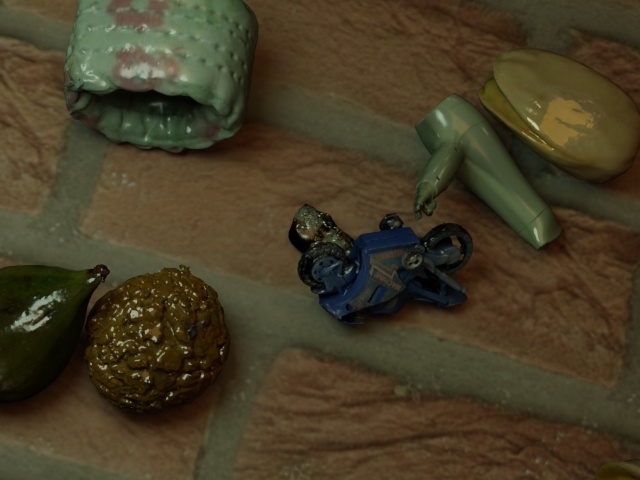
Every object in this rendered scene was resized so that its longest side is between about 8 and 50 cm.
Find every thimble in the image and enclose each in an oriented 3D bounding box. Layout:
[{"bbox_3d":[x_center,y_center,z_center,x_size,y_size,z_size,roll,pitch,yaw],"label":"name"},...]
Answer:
[{"bbox_3d":[-0.179,-0.197,1.598,0.211,0.185,0.149,19,67,-31],"label":"thimble"}]

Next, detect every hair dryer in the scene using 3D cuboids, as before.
[{"bbox_3d":[0.163,-0.050,1.631,0.206,0.075,0.237,49,32,4],"label":"hair dryer"}]

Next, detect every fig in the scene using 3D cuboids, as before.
[{"bbox_3d":[-0.281,0.090,1.499,0.185,0.126,0.133,-12,46,9],"label":"fig"}]

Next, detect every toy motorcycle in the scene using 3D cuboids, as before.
[{"bbox_3d":[0.071,0.039,1.616,0.205,0.114,0.076,-8,36,-17],"label":"toy motorcycle"}]

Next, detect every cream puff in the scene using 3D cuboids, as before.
[{"bbox_3d":[-0.169,0.100,1.534,0.150,0.115,0.165,26,66,-5],"label":"cream puff"}]

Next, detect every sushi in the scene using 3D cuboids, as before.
[{"bbox_3d":[0.000,0.000,1.644,0.083,0.044,0.046,37,66,5],"label":"sushi"}]

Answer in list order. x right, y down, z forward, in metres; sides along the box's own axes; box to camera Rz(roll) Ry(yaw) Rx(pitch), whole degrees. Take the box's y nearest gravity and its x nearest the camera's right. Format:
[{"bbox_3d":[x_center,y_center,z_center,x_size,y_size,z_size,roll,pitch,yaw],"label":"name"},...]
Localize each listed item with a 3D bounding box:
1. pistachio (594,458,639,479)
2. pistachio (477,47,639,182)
[{"bbox_3d":[0.397,0.348,1.501,0.309,0.230,0.230,31,67,10],"label":"pistachio"},{"bbox_3d":[0.282,-0.148,1.711,0.200,0.117,0.145,34,31,-1],"label":"pistachio"}]
